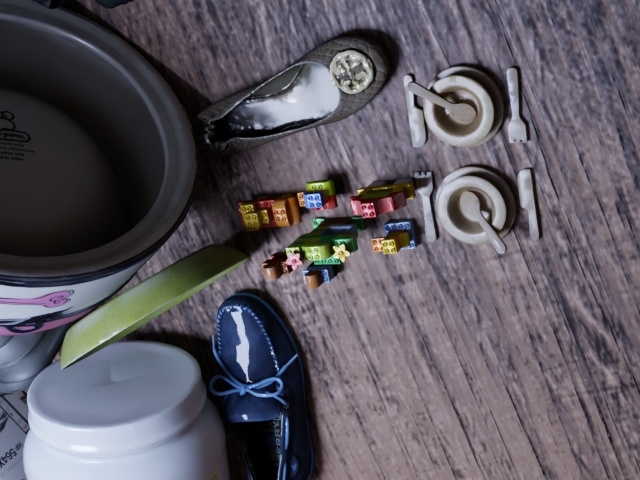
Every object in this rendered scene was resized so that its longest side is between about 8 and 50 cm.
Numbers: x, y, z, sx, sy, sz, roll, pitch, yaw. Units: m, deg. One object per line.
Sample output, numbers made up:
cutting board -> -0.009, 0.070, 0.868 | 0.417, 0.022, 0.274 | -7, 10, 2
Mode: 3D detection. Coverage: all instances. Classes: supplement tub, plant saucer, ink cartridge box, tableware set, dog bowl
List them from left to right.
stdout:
ink cartridge box -> -0.432, 0.256, 1.746 | 0.203, 0.148, 0.086 | 45, 121, 1
dog bowl -> -0.342, -0.077, 1.439 | 0.408, 0.408, 0.150 | 36, 135, 7
supplement tub -> -0.220, 0.306, 1.608 | 0.235, 0.235, 0.325 | 6, 116, 23
plant saucer -> -0.189, 0.066, 1.504 | 0.241, 0.241, 0.037 | -31, 89, 31
tableware set -> 0.149, -0.082, 1.403 | 0.128, 0.039, 0.194 | -1, 110, 25

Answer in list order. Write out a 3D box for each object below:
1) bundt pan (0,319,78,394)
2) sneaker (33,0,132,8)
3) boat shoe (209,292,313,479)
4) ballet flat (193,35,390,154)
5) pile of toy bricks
bundt pan -> -0.452, 0.084, 1.594 | 0.331, 0.124, 0.331 | 13, 155, 6
sneaker -> -0.327, -0.316, 1.487 | 0.283, 0.107, 0.124 | 13, 116, 20
boat shoe -> -0.063, 0.189, 1.583 | 0.109, 0.089, 0.258 | -13, 105, 28
ballet flat -> -0.039, -0.147, 1.452 | 0.250, 0.058, 0.084 | -18, 103, 29
pile of toy bricks -> 0.000, 0.000, 1.467 | 0.212, 0.105, 0.118 | -5, 108, 26
